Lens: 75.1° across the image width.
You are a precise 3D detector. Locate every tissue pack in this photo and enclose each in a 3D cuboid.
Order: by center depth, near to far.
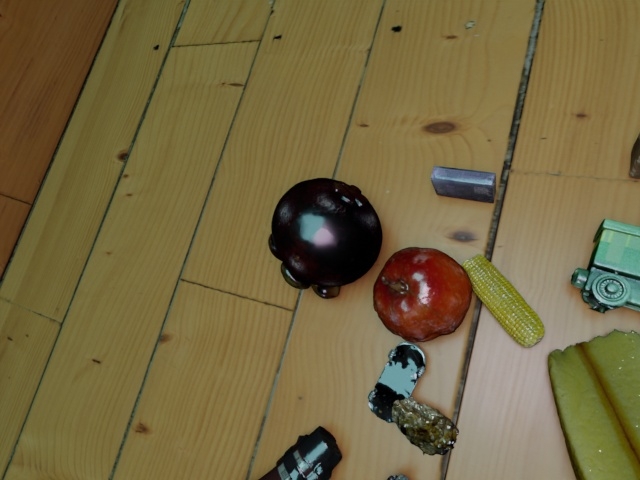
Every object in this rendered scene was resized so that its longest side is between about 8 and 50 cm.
[{"bbox_3d":[0.374,-0.146,1.088,0.156,0.112,0.051,12,78,27],"label":"tissue pack"}]

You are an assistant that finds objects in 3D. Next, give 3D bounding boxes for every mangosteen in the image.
[{"bbox_3d":[0.000,0.000,1.132,0.307,0.306,0.347,55,129,28],"label":"mangosteen"}]

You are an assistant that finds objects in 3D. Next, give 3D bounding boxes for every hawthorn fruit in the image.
[{"bbox_3d":[0.220,0.121,0.982,0.241,0.271,0.242,-12,67,31],"label":"hawthorn fruit"}]

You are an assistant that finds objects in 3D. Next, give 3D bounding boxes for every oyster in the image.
[{"bbox_3d":[0.240,0.432,0.973,0.105,0.056,0.177,-43,91,7],"label":"oyster"}]

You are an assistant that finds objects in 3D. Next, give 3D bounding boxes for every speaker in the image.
[{"bbox_3d":[-0.089,0.626,0.994,0.329,0.259,0.198,-41,99,3],"label":"speaker"}]

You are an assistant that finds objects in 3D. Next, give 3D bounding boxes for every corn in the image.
[{"bbox_3d":[0.429,0.137,0.992,0.081,0.081,0.248,-38,62,10],"label":"corn"}]

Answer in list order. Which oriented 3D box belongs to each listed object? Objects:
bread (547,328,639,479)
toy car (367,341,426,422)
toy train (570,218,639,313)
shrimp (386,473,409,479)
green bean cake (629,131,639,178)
[{"bbox_3d":[0.575,0.356,0.771,0.233,0.245,0.362,-20,70,19],"label":"bread"},{"bbox_3d":[0.195,0.353,1.043,0.095,0.056,0.205,26,88,27],"label":"toy car"},{"bbox_3d":[0.702,0.082,0.863,0.300,0.120,0.202,19,80,28],"label":"toy train"},{"bbox_3d":[0.321,0.623,0.854,0.410,0.166,0.221,14,60,41],"label":"shrimp"},{"bbox_3d":[0.793,-0.188,0.912,0.179,0.109,0.085,7,77,26],"label":"green bean cake"}]
